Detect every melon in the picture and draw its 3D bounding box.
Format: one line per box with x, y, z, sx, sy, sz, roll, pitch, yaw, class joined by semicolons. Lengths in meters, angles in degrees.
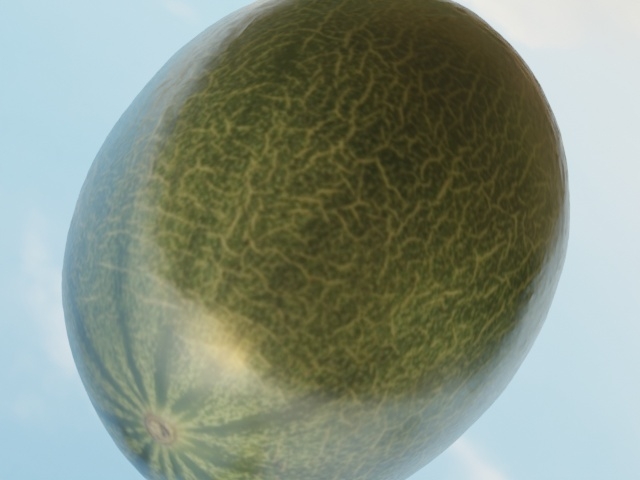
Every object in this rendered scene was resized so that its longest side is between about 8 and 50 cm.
0.000;0.000;0.709;0.237;0.237;0.302;38;-132;-2;melon
